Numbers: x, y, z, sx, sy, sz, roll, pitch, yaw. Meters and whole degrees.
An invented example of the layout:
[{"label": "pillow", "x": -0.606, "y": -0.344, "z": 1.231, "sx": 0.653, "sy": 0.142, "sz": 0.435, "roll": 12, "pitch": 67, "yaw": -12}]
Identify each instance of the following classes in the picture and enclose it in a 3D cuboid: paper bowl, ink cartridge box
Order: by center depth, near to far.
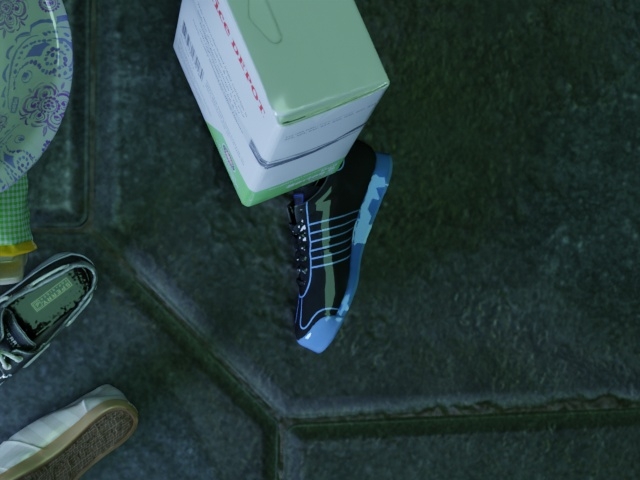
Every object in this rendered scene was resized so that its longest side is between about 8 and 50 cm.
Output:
[{"label": "paper bowl", "x": -0.371, "y": -0.157, "z": 1.171, "sx": 0.284, "sy": 0.148, "sz": 0.284, "roll": 2, "pitch": 86, "yaw": -34}, {"label": "ink cartridge box", "x": -0.046, "y": -0.171, "z": 1.293, "sx": 0.115, "sy": 0.273, "sz": 0.198, "roll": -21, "pitch": 82, "yaw": -14}]

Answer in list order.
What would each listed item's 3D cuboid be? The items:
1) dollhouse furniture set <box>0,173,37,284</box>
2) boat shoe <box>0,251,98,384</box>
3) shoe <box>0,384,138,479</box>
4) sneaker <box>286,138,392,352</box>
[{"label": "dollhouse furniture set", "x": -0.412, "y": -0.029, "z": 1.261, "sx": 0.302, "sy": 0.151, "sz": 0.197, "roll": -5, "pitch": 110, "yaw": -17}, {"label": "boat shoe", "x": -0.315, "y": 0.092, "z": 1.366, "sx": 0.219, "sy": 0.070, "sz": 0.078, "roll": -44, "pitch": 106, "yaw": -9}, {"label": "shoe", "x": -0.287, "y": 0.227, "z": 1.402, "sx": 0.219, "sy": 0.058, "sz": 0.076, "roll": -35, "pitch": 135, "yaw": -7}, {"label": "sneaker", "x": 0.000, "y": 0.000, "z": 1.455, "sx": 0.091, "sy": 0.081, "sz": 0.232, "roll": 19, "pitch": 83, "yaw": -15}]
